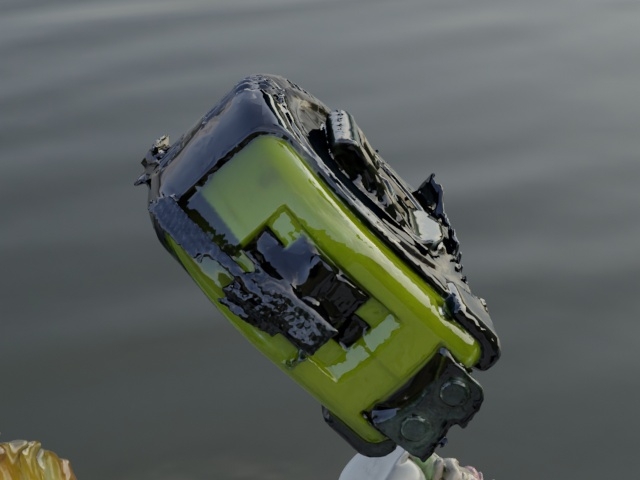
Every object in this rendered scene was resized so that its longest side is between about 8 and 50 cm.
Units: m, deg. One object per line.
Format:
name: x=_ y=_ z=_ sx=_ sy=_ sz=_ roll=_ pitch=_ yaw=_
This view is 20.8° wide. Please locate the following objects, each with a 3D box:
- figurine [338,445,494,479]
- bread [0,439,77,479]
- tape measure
figurine: x=0.088 y=0.210 z=1.295 sx=0.098 sy=0.146 sz=0.081 roll=-42 pitch=22 yaw=14
bread: x=-0.178 y=0.166 z=0.602 sx=0.229 sy=0.143 sz=0.139 roll=-24 pitch=71 yaw=-5
tape measure: x=0.000 y=0.000 z=0.906 sx=0.112 sy=0.186 sz=0.199 roll=-45 pitch=21 yaw=13
